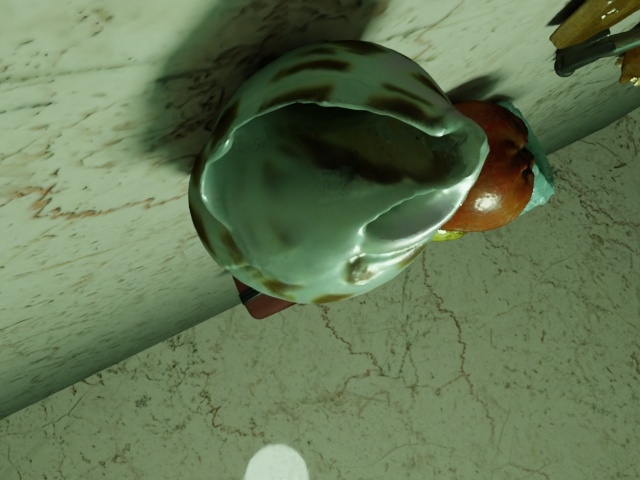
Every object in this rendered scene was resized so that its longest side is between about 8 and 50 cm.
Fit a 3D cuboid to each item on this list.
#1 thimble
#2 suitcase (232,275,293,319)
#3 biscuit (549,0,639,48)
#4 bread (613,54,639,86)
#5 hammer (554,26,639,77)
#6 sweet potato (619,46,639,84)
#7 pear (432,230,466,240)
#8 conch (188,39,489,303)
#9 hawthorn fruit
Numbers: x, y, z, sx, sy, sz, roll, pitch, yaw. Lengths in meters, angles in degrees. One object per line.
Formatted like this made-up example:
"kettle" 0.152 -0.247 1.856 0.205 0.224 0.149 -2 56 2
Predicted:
"thimble" 0.343 -0.143 1.246 0.143 0.235 0.198 -29 145 30
"suitcase" -0.056 0.071 1.689 0.297 0.161 0.236 -20 171 -47
"biscuit" 0.410 -0.328 0.853 0.215 0.034 0.182 -28 176 -14
"bread" 0.741 -0.404 1.418 0.134 0.085 0.173 -9 164 -47
"hammer" 0.591 -0.351 1.017 0.440 0.044 0.168 -17 -179 11
"sweet potato" 0.629 -0.363 1.167 0.112 0.112 0.359 -26 170 -12
"pear" 0.255 -0.096 1.460 0.197 0.197 0.197 -27 174 -3
"conch" -0.014 -0.057 0.591 0.368 0.197 0.249 -25 140 35
"hawthorn fruit" 0.210 -0.115 1.069 0.261 0.224 0.224 -13 180 21
